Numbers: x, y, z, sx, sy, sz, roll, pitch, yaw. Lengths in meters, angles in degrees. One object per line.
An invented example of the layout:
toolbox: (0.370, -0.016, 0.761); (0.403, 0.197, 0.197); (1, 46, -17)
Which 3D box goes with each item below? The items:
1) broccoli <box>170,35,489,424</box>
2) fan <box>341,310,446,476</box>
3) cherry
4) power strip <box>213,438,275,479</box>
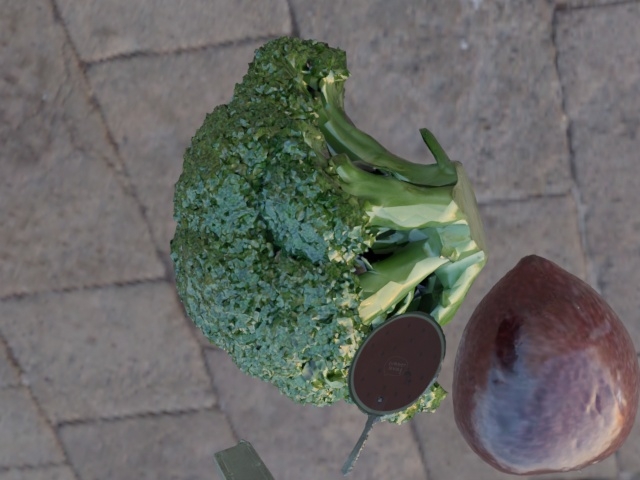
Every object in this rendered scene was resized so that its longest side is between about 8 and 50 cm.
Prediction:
broccoli: (-0.002, 0.001, 1.363); (0.310, 0.321, 0.414); (-11, 96, 45)
fan: (0.045, 0.109, 0.984); (0.085, 0.133, 0.005); (5, 153, 45)
cherry: (0.271, 0.161, 1.657); (0.230, 0.203, 0.300); (-11, 110, -4)
power strip: (-0.044, 0.143, 0.824); (0.027, 0.083, 0.017); (-17, 109, -12)
